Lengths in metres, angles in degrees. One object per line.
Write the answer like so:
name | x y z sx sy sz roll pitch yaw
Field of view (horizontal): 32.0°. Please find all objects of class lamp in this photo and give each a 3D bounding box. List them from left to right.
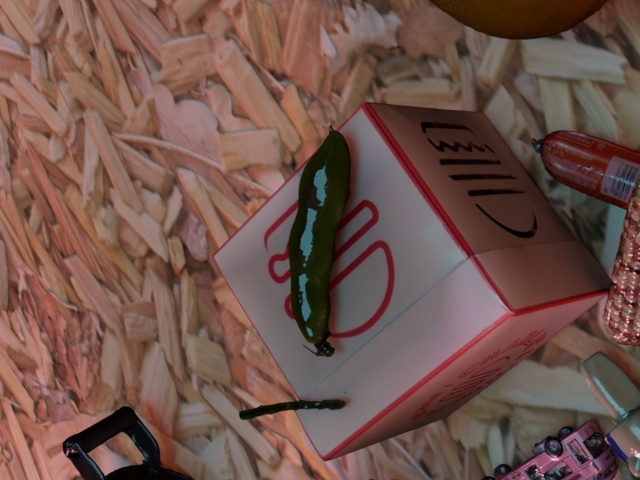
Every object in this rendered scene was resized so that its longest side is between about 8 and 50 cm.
lamp | -0.287 0.493 1.738 0.374 0.205 0.272 44 113 10

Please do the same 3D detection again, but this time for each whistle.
whistle | 0.398 0.237 1.330 0.244 0.110 0.092 51 153 17

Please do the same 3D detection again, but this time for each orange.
orange | 0.225 -0.364 1.280 0.274 0.274 0.274 4 97 33

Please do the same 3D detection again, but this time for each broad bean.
broad bean | -0.004 0.000 1.232 0.065 0.046 0.255 9 98 29

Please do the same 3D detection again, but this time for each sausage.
sausage | 0.369 -0.071 1.329 0.274 0.074 0.074 24 108 29

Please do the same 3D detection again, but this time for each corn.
corn | 0.376 0.022 1.288 0.079 0.079 0.237 22 131 29

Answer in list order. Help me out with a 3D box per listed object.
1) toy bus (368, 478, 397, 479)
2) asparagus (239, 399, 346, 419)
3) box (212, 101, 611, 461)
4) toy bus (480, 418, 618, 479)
toy bus | 0.007 0.477 1.418 0.203 0.427 0.233 46 120 21
asparagus | -0.031 0.192 1.279 0.162 0.016 0.016 -12 58 37
box | 0.112 0.041 1.368 0.312 0.314 0.300 -44 69 29
toy bus | 0.285 0.308 1.433 0.203 0.063 0.090 -42 76 31
